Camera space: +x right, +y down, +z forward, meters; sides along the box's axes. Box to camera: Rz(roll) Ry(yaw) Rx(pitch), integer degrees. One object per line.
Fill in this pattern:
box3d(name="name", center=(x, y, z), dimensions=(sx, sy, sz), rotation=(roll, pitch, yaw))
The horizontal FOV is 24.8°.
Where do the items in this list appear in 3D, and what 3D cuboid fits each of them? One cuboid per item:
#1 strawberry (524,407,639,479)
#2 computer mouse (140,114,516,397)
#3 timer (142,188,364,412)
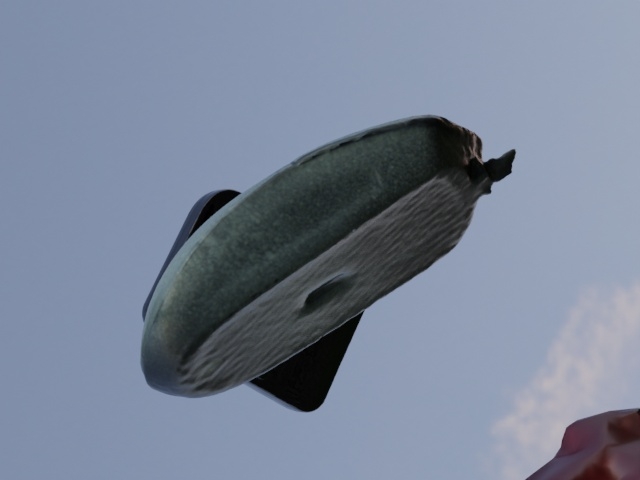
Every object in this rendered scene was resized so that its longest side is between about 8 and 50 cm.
box3d(name="strawberry", center=(0.105, 0.139, 0.347), dimensions=(0.184, 0.187, 0.201), rotation=(-63, -22, -4))
box3d(name="computer mouse", center=(-0.005, -0.003, 0.768), dimensions=(0.229, 0.068, 0.113), rotation=(-33, -27, -9))
box3d(name="timer", center=(-0.055, 0.053, 1.284), dimensions=(0.187, 0.055, 0.144), rotation=(33, -107, -25))
